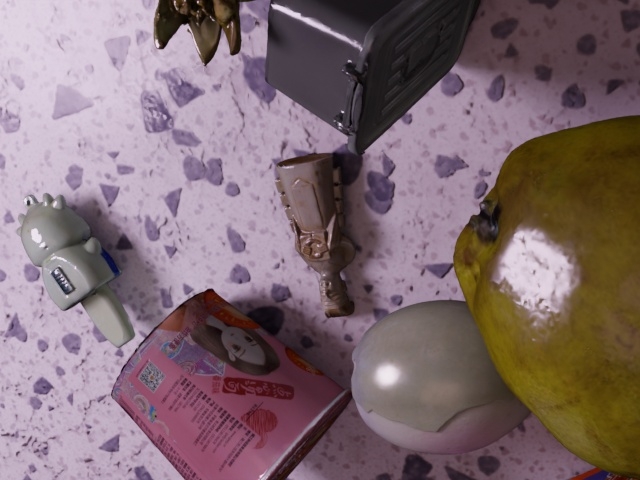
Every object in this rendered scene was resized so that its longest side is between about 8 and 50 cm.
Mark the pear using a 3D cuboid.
[{"bbox_3d":[0.341,0.056,0.955,0.413,0.352,0.351,31,115,14],"label":"pear"}]

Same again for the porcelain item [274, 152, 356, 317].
[{"bbox_3d":[0.000,0.000,1.214,0.084,0.054,0.213,-5,107,24],"label":"porcelain item"}]

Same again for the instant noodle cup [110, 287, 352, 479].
[{"bbox_3d":[-0.118,0.209,1.239,0.231,0.243,0.243,40,117,12],"label":"instant noodle cup"}]

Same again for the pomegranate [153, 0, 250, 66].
[{"bbox_3d":[-0.099,-0.345,1.009,0.261,0.260,0.340,5,74,19],"label":"pomegranate"}]

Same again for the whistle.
[{"bbox_3d":[-0.331,0.038,1.330,0.110,0.092,0.244,-35,92,25],"label":"whistle"}]

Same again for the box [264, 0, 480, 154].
[{"bbox_3d":[0.053,-0.223,1.017,0.135,0.243,0.163,31,143,18],"label":"box"}]

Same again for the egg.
[{"bbox_3d":[0.156,0.159,1.135,0.217,0.183,0.183,-7,105,32],"label":"egg"}]

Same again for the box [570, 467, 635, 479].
[{"bbox_3d":[0.486,0.373,1.047,0.349,0.257,0.318,-35,92,27],"label":"box"}]
